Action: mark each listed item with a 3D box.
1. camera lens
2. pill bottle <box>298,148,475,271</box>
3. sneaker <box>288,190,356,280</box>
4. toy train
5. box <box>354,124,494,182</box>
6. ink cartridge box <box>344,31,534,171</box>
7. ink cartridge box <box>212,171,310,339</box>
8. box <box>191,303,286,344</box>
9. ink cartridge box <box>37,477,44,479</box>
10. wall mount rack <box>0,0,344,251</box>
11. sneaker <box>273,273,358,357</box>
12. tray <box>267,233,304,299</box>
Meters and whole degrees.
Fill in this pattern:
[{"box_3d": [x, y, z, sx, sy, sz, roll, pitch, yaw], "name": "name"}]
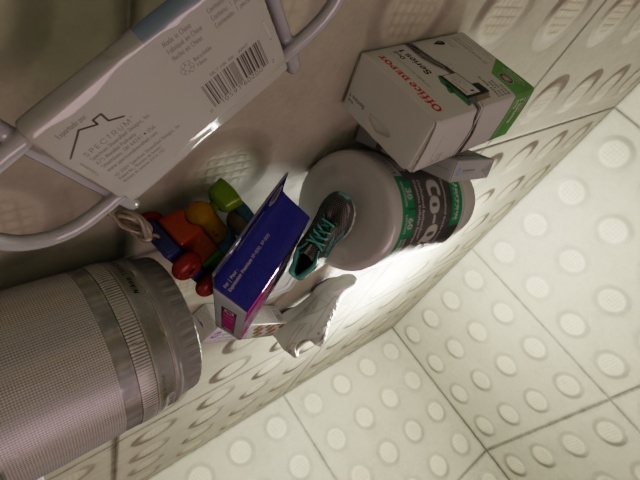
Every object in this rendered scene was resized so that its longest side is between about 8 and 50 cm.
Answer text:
[{"box_3d": [-0.318, 0.153, 0.548, 0.275, 0.219, 0.219, -20, 153, -39], "name": "camera lens"}, {"box_3d": [0.147, -0.068, 0.853, 0.361, 0.204, 0.204, -12, 148, -49], "name": "pill bottle"}, {"box_3d": [0.000, 0.000, 0.692, 0.166, 0.065, 0.076, -62, 175, 31], "name": "sneaker"}, {"box_3d": [-0.165, -0.029, 0.592, 0.143, 0.105, 0.248, -44, 161, -12], "name": "toy train"}, {"box_3d": [0.173, -0.151, 0.745, 0.145, 0.186, 0.038, -13, 128, -47], "name": "box"}, {"box_3d": [0.171, -0.209, 0.650, 0.220, 0.160, 0.092, -25, 154, -30], "name": "ink cartridge box"}, {"box_3d": [-0.102, 0.050, 0.727, 0.175, 0.069, 0.371, -58, 177, -23], "name": "ink cartridge box"}, {"box_3d": [-0.189, 0.197, 1.078, 0.063, 0.067, 0.324, -42, 160, 12], "name": "box"}, {"box_3d": [-0.616, 0.463, 0.639, 0.166, 0.285, 0.395, -42, 160, 11], "name": "ink cartridge box"}, {"box_3d": [-0.147, -0.158, 0.292, 0.350, 0.130, 0.304, -41, 163, -3], "name": "wall mount rack"}, {"box_3d": [0.002, 0.222, 1.317, 0.305, 0.152, 0.114, -39, 157, 1], "name": "sneaker"}, {"box_3d": [-0.075, 0.060, 1.017, 0.145, 0.030, 0.270, -18, 153, -39], "name": "tray"}]
